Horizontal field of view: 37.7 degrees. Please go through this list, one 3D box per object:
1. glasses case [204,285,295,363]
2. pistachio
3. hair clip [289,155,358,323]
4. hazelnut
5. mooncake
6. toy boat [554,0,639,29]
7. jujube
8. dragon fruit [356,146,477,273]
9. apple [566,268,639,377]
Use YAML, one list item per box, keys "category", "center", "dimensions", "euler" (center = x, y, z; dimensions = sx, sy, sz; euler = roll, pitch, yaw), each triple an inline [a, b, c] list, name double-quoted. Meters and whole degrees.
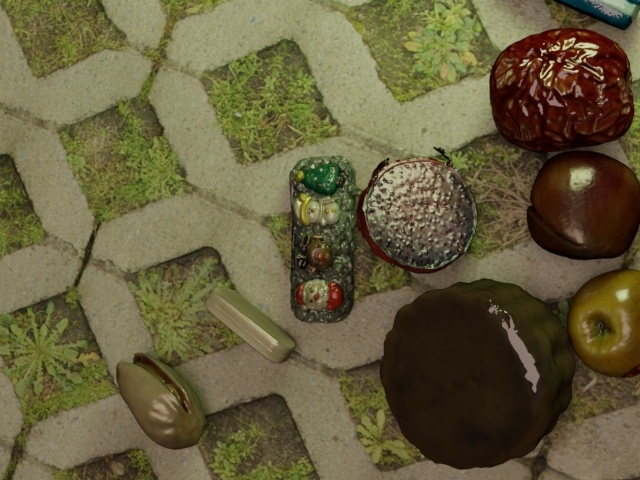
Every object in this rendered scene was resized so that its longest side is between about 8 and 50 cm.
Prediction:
- category: "glasses case"
  center: [-0.137, 0.163, 1.818]
  dimensions: [0.196, 0.083, 0.050]
  euler: [38, 100, 15]
- category: "pistachio"
  center: [-0.318, 0.319, 1.853]
  dimensions: [0.223, 0.126, 0.152]
  euler: [49, 138, 11]
- category: "hair clip"
  center: [0.000, -0.001, 1.772]
  dimensions: [0.138, 0.091, 0.321]
  euler: [0, 91, 14]
- category: "hazelnut"
  center: [0.440, -0.047, 1.576]
  dimensions: [0.208, 0.208, 0.208]
  euler: [0, 90, 17]
- category: "mooncake"
  center: [0.273, 0.223, 1.612]
  dimensions: [0.324, 0.187, 0.323]
  euler: [5, 99, 36]
- category: "toy boat"
  center: [0.417, -0.454, 1.647]
  dimensions: [0.299, 0.096, 0.061]
  euler: [30, 107, 17]
- category: "jujube"
  center: [0.404, -0.250, 1.586]
  dimensions: [0.232, 0.213, 0.212]
  euler: [-3, 89, 27]
- category: "dragon fruit"
  center: [0.165, -0.033, 1.712]
  dimensions: [0.219, 0.148, 0.223]
  euler: [-15, 75, -14]
- category: "apple"
  center: [0.502, 0.141, 1.581]
  dimensions: [0.182, 0.155, 0.182]
  euler: [8, 100, 48]
